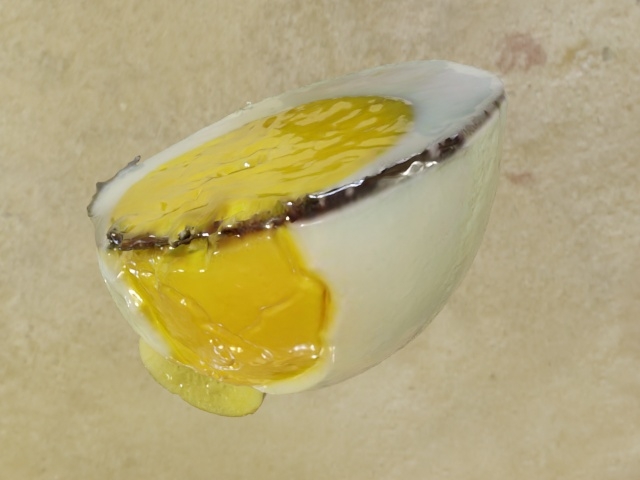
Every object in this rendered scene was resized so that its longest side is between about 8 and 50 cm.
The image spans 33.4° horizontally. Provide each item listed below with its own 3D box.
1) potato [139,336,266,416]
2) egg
[{"bbox_3d":[-0.139,0.145,1.570,0.204,0.158,0.178,2,123,35],"label":"potato"},{"bbox_3d":[0.000,0.000,0.840,0.337,0.337,0.201,-12,115,14],"label":"egg"}]
